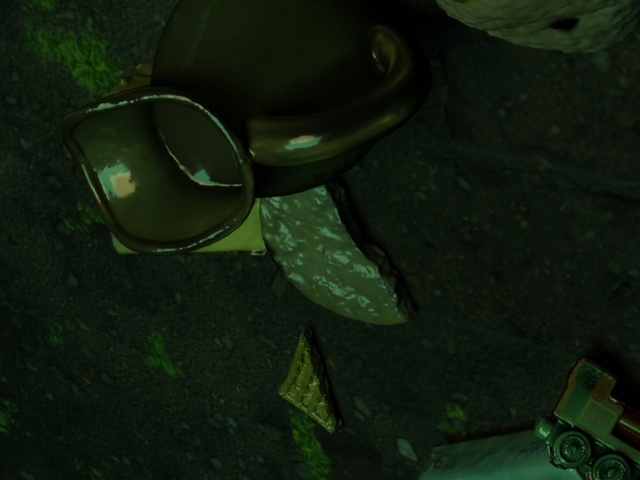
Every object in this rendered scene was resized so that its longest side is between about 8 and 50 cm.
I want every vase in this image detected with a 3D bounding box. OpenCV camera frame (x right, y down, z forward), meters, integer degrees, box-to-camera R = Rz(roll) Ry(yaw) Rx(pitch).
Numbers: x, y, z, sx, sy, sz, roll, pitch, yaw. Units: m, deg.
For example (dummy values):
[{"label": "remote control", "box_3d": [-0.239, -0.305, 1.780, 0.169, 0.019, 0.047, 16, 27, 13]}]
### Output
[{"label": "vase", "box_3d": [-0.042, -0.133, 1.444, 0.329, 0.302, 0.241, 3, 125, 41]}]

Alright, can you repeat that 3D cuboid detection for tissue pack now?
[{"label": "tissue pack", "box_3d": [0.251, 0.308, 1.759, 0.263, 0.089, 0.177, -19, 112, 51]}]

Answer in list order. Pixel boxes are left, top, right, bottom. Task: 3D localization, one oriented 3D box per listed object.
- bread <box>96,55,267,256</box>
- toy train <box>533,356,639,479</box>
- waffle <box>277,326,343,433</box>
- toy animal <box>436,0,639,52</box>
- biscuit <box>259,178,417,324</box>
[{"label": "bread", "box_3d": [-0.144, -0.070, 1.739, 0.178, 0.135, 0.240, 24, 136, 25]}, {"label": "toy train", "box_3d": [0.316, 0.211, 1.589, 0.176, 0.118, 0.074, 29, 177, 8]}, {"label": "waffle", "box_3d": [0.001, 0.178, 1.930, 0.097, 0.023, 0.152, 34, 141, 12]}, {"label": "toy animal", "box_3d": [0.164, -0.288, 1.177, 0.227, 0.188, 0.358, -3, 130, 3]}, {"label": "biscuit", "box_3d": [-0.001, 0.004, 1.733, 0.133, 0.032, 0.250, -17, 114, 36]}]
